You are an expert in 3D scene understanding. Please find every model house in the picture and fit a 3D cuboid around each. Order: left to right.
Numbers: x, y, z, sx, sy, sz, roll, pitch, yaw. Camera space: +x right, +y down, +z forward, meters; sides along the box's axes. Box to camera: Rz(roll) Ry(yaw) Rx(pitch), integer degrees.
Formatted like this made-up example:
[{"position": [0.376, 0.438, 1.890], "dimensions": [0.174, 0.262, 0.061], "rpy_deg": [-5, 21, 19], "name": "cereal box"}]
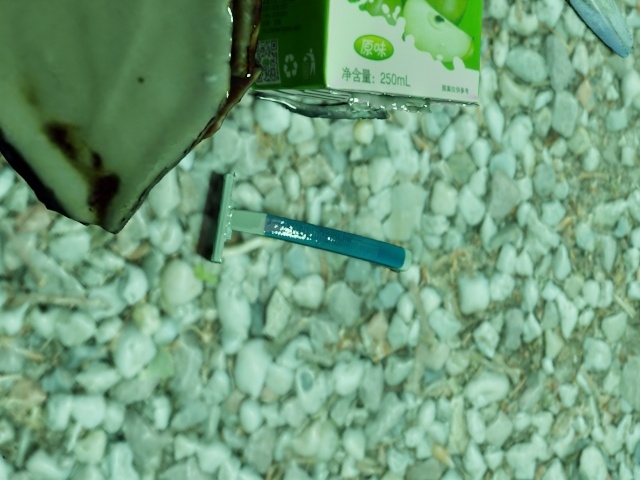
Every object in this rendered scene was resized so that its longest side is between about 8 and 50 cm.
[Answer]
[{"position": [-0.119, -0.232, 1.013], "dimensions": [0.297, 0.282, 0.317], "rpy_deg": [-30, 114, 17], "name": "model house"}]

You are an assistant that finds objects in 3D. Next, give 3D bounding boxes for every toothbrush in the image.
[{"position": [0.159, -0.303, 1.334], "dimensions": [0.413, 0.042, 0.035], "rpy_deg": [49, 65, -30], "name": "toothbrush"}]

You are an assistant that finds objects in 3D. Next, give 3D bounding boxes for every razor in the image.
[{"position": [0.002, 0.000, 1.234], "dimensions": [0.191, 0.037, 0.068], "rpy_deg": [14, 83, -36], "name": "razor"}]

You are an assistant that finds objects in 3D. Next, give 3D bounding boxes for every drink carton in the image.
[{"position": [0.033, -0.229, 1.201], "dimensions": [0.161, 0.108, 0.271], "rpy_deg": [2, 90, -39], "name": "drink carton"}]
